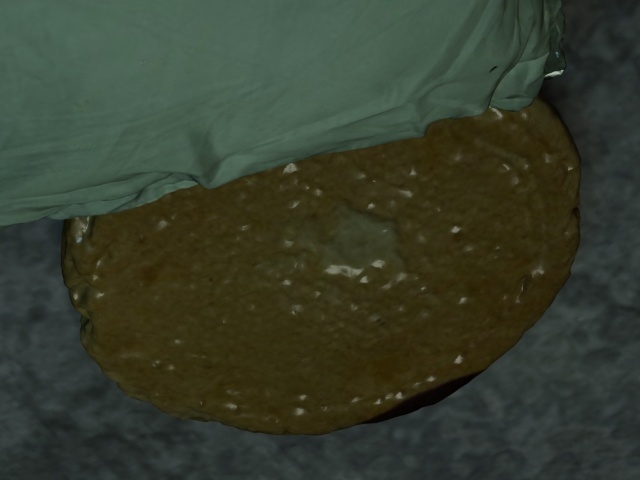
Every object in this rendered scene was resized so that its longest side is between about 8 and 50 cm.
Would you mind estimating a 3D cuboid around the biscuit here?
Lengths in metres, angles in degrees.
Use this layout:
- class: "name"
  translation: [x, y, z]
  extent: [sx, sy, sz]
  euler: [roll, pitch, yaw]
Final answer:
- class: "biscuit"
  translation: [0.000, 0.000, 0.762]
  extent: [0.226, 0.042, 0.226]
  euler: [-4, 133, -4]

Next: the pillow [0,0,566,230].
- class: "pillow"
  translation: [-0.045, -0.135, 0.565]
  extent: [0.283, 0.138, 0.310]
  euler: [-10, 135, -12]
